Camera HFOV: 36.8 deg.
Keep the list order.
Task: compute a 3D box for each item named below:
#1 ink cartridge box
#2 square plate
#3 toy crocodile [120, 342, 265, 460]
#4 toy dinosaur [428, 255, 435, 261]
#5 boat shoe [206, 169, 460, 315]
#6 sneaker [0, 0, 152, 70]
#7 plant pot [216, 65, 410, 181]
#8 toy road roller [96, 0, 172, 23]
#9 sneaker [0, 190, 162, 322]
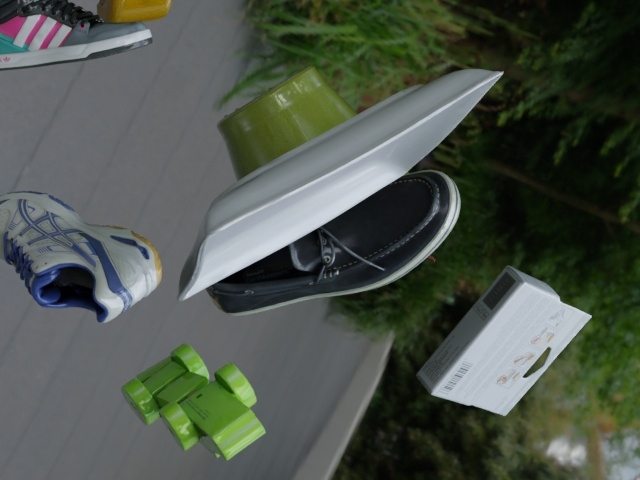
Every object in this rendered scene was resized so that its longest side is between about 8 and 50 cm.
[{"bbox_3d":[0.349,0.196,1.813,0.239,0.060,0.275,23,111,-42],"label":"ink cartridge box"},{"bbox_3d":[-0.004,-0.060,1.055,0.347,0.049,0.344,-30,174,-17],"label":"square plate"},{"bbox_3d":[-0.171,0.224,1.303,0.115,0.340,0.105,-36,113,-24],"label":"toy crocodile"},{"bbox_3d":[0.154,0.033,1.817,0.082,0.090,0.047,-43,138,-9],"label":"toy dinosaur"},{"bbox_3d":[0.000,0.000,1.670,0.156,0.500,0.186,41,35,-55],"label":"boat shoe"},{"bbox_3d":[-0.424,-0.374,1.542,0.124,0.296,0.178,-76,160,-74],"label":"sneaker"},{"bbox_3d":[-0.027,-0.156,1.994,0.366,0.353,0.366,-31,-170,6],"label":"plant pot"},{"bbox_3d":[-0.363,-0.549,1.968,0.203,0.329,0.240,-17,123,-31],"label":"toy road roller"},{"bbox_3d":[-0.365,0.021,1.289,0.131,0.297,0.111,-50,147,-48],"label":"sneaker"}]
